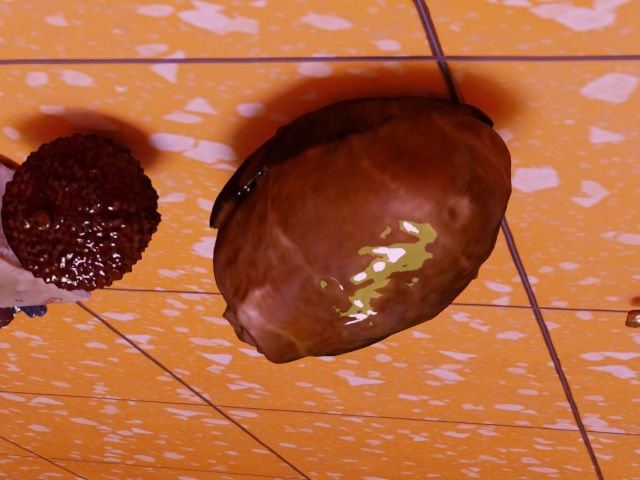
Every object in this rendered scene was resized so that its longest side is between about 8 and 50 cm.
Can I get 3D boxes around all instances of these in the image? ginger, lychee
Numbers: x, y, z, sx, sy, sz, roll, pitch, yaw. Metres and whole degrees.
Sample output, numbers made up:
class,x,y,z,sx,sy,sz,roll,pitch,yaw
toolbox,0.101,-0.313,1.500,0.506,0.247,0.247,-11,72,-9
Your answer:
class,x,y,z,sx,sy,sz,roll,pitch,yaw
ginger,0.000,0.000,0.995,0.165,0.172,0.321,55,150,-8
lychee,-0.180,-0.024,1.065,0.123,0.129,0.123,3,116,7

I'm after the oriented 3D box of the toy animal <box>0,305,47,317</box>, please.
class,x,y,z,sx,sy,sz,roll,pitch,yaw
toy animal,-0.450,0.060,1.400,0.160,0.272,0.197,8,132,59

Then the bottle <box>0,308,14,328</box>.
class,x,y,z,sx,sy,sz,roll,pitch,yaw
bottle,-0.379,0.071,1.514,0.101,0.047,0.063,6,-171,-9

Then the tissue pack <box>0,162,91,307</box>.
class,x,y,z,sx,sy,sz,roll,pitch,yaw
tissue pack,-0.313,0.002,1.218,0.196,0.092,0.148,-3,158,31

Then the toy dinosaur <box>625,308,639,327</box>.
class,x,y,z,sx,sy,sz,roll,pitch,yaw
toy dinosaur,0.323,0.052,1.195,0.126,0.039,0.162,4,159,14
